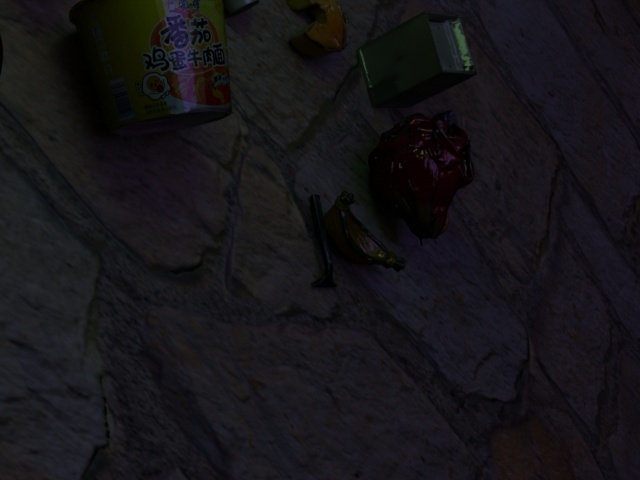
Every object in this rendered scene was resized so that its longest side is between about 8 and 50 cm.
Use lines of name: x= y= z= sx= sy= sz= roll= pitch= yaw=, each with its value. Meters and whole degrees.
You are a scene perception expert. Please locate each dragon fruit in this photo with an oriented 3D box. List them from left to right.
dragon fruit: x=0.222 y=-0.131 z=1.742 sx=0.234 sy=0.234 sz=0.293 roll=-3 pitch=70 yaw=-45

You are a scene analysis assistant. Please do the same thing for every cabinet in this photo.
cabinet: x=0.221 y=-0.408 z=1.855 sx=0.150 sy=0.206 sz=0.145 roll=-9 pitch=82 yaw=-46

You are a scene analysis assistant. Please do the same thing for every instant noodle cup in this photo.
instant noodle cup: x=-0.258 y=-0.286 z=1.322 sx=0.264 sy=0.264 sz=0.200 roll=-14 pitch=93 yaw=-46

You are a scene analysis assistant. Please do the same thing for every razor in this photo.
razor: x=0.004 y=-0.002 z=1.625 sx=0.066 sy=0.033 sz=0.190 roll=5 pitch=72 yaw=-44

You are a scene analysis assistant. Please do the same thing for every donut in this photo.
donut: x=-0.007 y=-0.468 z=1.752 sx=0.146 sy=0.078 sz=0.181 roll=11 pitch=62 yaw=-43

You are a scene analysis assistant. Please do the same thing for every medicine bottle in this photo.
medicine bottle: x=-0.177 y=-0.512 z=1.592 sx=0.080 sy=0.080 sz=0.130 roll=-37 pitch=102 yaw=-45

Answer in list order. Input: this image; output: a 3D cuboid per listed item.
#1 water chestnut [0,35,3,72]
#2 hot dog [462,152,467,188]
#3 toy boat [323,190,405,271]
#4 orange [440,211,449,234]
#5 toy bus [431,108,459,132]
water chestnut: x=-0.515 y=-0.237 z=1.062 sx=0.224 sy=0.238 sz=0.223 roll=7 pitch=81 yaw=-48
hot dog: x=0.343 y=-0.175 z=2.020 sx=0.056 sy=0.041 sz=0.133 roll=41 pitch=44 yaw=-28
toy boat: x=0.084 y=-0.009 z=1.653 sx=0.229 sy=0.088 sz=0.089 roll=50 pitch=32 yaw=-33
orange: x=0.256 y=-0.052 z=1.863 sx=0.083 sy=0.070 sz=0.083 roll=-7 pitch=98 yaw=-56
toy bus: x=0.273 y=-0.245 z=1.955 sx=0.190 sy=0.064 sz=0.075 roll=-47 pitch=115 yaw=-43
